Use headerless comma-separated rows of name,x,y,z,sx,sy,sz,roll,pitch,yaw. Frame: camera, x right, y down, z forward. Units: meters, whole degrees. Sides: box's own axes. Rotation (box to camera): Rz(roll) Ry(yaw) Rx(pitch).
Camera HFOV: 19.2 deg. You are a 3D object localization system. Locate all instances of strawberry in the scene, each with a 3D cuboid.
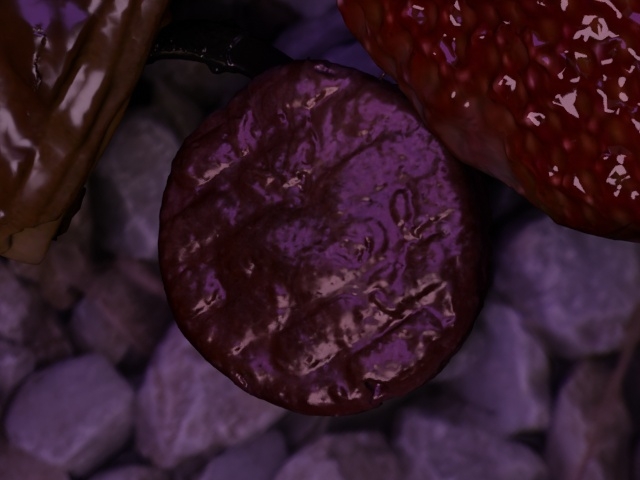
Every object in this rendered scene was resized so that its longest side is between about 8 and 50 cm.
strawberry,0.141,-0.168,0.858,0.312,0.267,0.351,-16,78,38

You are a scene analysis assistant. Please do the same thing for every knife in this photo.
knife,0.001,-0.068,0.998,0.222,0.021,0.045,28,87,19

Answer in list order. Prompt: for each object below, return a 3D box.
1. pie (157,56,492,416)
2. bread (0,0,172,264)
pie,0.000,0.000,0.958,0.182,0.049,0.182,0,89,20
bread,-0.209,-0.177,0.971,0.324,0.167,0.277,33,117,5
